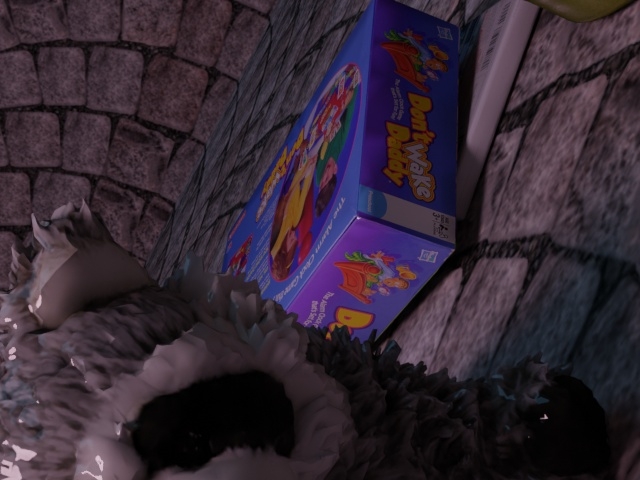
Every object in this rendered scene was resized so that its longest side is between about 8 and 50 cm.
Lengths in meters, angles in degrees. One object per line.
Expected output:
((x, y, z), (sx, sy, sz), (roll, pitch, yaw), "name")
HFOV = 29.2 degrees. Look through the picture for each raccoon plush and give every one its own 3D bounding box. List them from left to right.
((-0.062, 0.130, 0.650), (0.216, 0.299, 0.446), (-69, 14, -17), "raccoon plush")

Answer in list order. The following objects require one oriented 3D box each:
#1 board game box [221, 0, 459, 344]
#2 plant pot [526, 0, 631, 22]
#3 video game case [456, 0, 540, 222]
((0.000, 0.000, 1.034), (0.347, 0.078, 0.233), (126, 157, -48), "board game box")
((0.083, -0.321, 0.791), (0.366, 0.353, 0.366), (-57, 16, 26), "plant pot")
((0.105, -0.095, 1.014), (0.201, 0.023, 0.183), (-69, 14, -15), "video game case")
